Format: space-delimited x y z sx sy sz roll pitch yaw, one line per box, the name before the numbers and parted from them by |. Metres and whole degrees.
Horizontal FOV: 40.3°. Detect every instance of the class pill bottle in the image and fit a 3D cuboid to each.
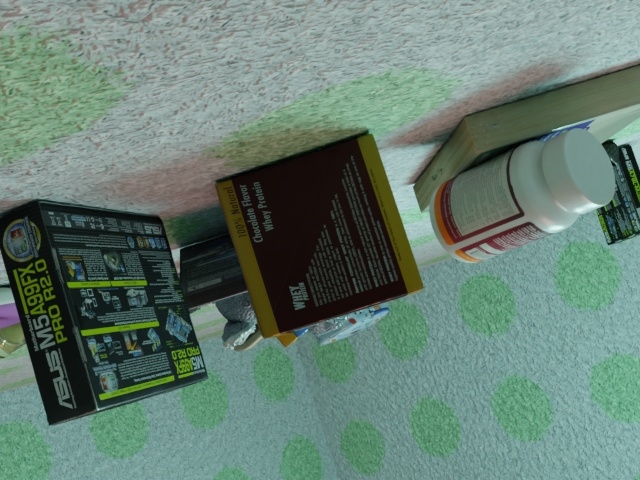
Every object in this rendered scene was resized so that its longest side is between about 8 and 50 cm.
pill bottle | 0.256 -0.056 1.124 0.121 0.121 0.221 -11 170 -43

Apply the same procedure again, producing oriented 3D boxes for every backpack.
backpack | 0.073 0.148 2.348 0.263 0.213 0.276 -25 177 -43

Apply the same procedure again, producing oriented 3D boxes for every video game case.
video game case | -0.106 0.024 1.255 0.196 0.026 0.274 -17 -166 -5

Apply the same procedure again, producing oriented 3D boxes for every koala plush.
koala plush | -0.101 0.082 1.524 0.221 0.196 0.203 -22 160 33

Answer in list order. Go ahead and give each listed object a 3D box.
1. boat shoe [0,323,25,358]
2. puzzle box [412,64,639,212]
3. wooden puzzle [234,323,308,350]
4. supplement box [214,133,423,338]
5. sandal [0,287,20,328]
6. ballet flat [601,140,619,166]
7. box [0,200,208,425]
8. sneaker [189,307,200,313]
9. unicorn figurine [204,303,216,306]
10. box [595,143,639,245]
boat shoe | -0.527 0.154 1.500 0.072 0.068 0.190 -29 -176 -8
puzzle box | 0.302 -0.139 1.291 0.272 0.052 0.409 -16 172 -7
wooden puzzle | 0.006 0.102 1.740 0.348 0.080 0.322 -37 179 12
supplement box | 0.000 0.000 1.056 0.194 0.191 0.129 -18 174 1
sandal | -0.576 0.154 1.184 0.416 0.102 0.169 -13 171 -36
ballet flat | 0.518 -0.158 1.670 0.173 0.049 0.057 -13 170 -35
box | -0.232 0.075 0.970 0.060 0.216 0.270 -19 173 15
sneaker | -0.324 0.130 1.775 0.118 0.083 0.222 -33 169 -1
unicorn figurine | -0.239 0.126 1.937 0.162 0.060 0.111 -24 171 40
box | 0.648 -0.095 1.896 0.045 0.190 0.184 -16 172 -5
